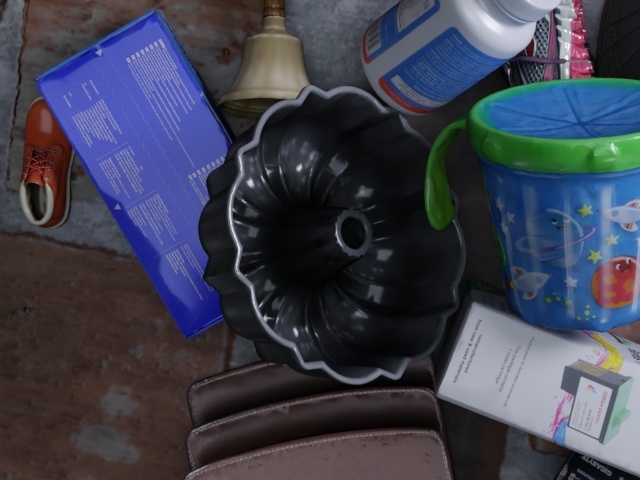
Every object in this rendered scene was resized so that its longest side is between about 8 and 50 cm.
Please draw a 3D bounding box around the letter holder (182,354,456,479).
[{"bbox_3d":[-0.004,0.241,1.769,0.301,0.152,0.215,-11,93,5],"label":"letter holder"}]

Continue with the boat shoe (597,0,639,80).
[{"bbox_3d":[0.393,-0.164,1.706,0.103,0.118,0.321,3,66,-31],"label":"boat shoe"}]

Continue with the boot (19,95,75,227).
[{"bbox_3d":[-0.323,-0.092,1.793,0.059,0.084,0.158,-2,93,7],"label":"boot"}]

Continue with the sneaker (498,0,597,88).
[{"bbox_3d":[0.241,-0.240,1.722,0.112,0.121,0.299,-11,92,14],"label":"sneaker"}]

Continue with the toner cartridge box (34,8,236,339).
[{"bbox_3d":[-0.169,-0.077,1.778,0.165,0.075,0.348,-29,96,5],"label":"toner cartridge box"}]

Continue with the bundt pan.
[{"bbox_3d":[0.000,0.000,1.694,0.330,0.124,0.331,8,77,-37],"label":"bundt pan"}]

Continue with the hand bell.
[{"bbox_3d":[-0.051,-0.268,1.762,0.126,0.126,0.242,2,83,4],"label":"hand bell"}]

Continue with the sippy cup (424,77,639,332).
[{"bbox_3d":[0.273,-0.033,1.601,0.240,0.305,0.224,-14,113,-24],"label":"sippy cup"}]

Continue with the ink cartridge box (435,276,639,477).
[{"bbox_3d":[0.276,0.155,1.712,0.278,0.201,0.117,22,98,2],"label":"ink cartridge box"}]

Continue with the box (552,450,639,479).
[{"bbox_3d":[0.336,0.355,1.712,0.220,0.051,0.175,32,84,12],"label":"box"}]

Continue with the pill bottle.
[{"bbox_3d":[0.154,-0.235,1.660,0.221,0.124,0.124,-32,93,45],"label":"pill bottle"}]
